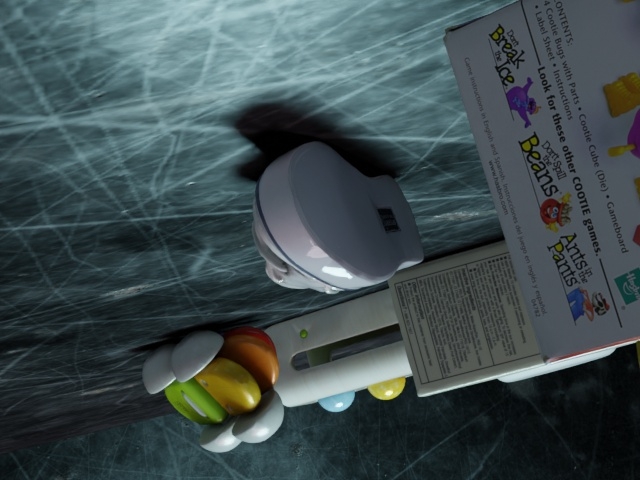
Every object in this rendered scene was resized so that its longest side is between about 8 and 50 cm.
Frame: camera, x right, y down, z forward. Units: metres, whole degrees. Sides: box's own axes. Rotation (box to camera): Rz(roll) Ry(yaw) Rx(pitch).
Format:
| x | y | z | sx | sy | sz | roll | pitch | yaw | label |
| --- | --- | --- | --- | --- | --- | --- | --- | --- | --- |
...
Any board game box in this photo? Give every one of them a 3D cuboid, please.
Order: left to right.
| x | y | z | sx | sy | sz | roll | pitch | yaw | label |
| --- | --- | --- | --- | --- | --- | --- | --- | --- | --- |
| 0.213 | -0.062 | 0.460 | 0.275 | 0.144 | 0.142 | -20 | 173 | 33 | board game box |

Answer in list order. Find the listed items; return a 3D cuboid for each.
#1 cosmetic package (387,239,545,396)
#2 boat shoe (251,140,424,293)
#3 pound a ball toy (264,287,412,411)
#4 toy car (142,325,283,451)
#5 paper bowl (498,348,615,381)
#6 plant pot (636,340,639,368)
| x | y | z | sx | sy | sz | roll | pitch | yaw | label |
| --- | --- | --- | --- | --- | --- | --- | --- | --- | --- |
| 0.242 | 0.072 | 1.385 | 0.296 | 0.153 | 0.129 | -15 | 172 | 12 | cosmetic package |
| 0.000 | 0.000 | 0.787 | 0.084 | 0.095 | 0.258 | -22 | 168 | 16 | boat shoe |
| 0.115 | 0.140 | 1.625 | 0.319 | 0.136 | 0.208 | -18 | 169 | 26 | pound a ball toy |
| -0.121 | 0.170 | 1.517 | 0.182 | 0.159 | 0.136 | -27 | -159 | 50 | toy car |
| 0.357 | 0.132 | 1.902 | 0.284 | 0.148 | 0.284 | -15 | 169 | -3 | paper bowl |
| 0.345 | -0.025 | 0.865 | 0.212 | 0.187 | 0.212 | -6 | 167 | -43 | plant pot |
